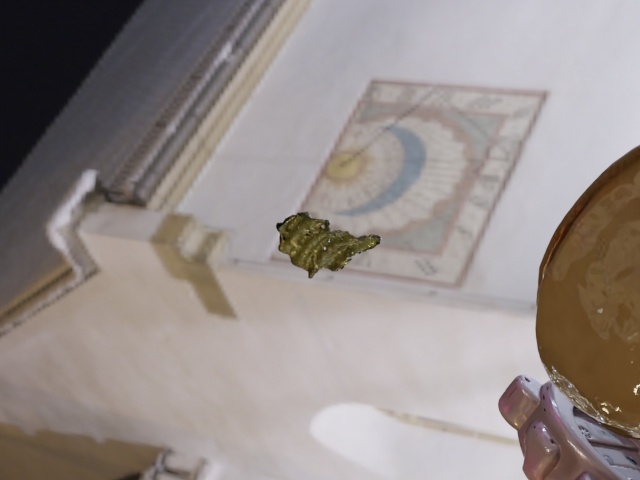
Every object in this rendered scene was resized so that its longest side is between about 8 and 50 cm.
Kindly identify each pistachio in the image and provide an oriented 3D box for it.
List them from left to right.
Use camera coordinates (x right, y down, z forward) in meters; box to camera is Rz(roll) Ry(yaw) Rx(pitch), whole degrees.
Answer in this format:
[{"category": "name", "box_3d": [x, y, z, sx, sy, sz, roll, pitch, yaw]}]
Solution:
[{"category": "pistachio", "box_3d": [0.412, 0.044, 1.316, 0.445, 0.365, 0.281, 103, 173, -45]}]

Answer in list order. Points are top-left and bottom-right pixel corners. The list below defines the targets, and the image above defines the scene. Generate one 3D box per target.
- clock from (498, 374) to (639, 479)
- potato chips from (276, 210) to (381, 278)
[{"category": "clock", "box_3d": [0.438, 0.354, 1.989, 0.295, 0.322, 0.113, 15, -60, -39]}, {"category": "potato chips", "box_3d": [0.000, 0.001, 1.465, 0.092, 0.207, 0.028, 40, -111, -9]}]
